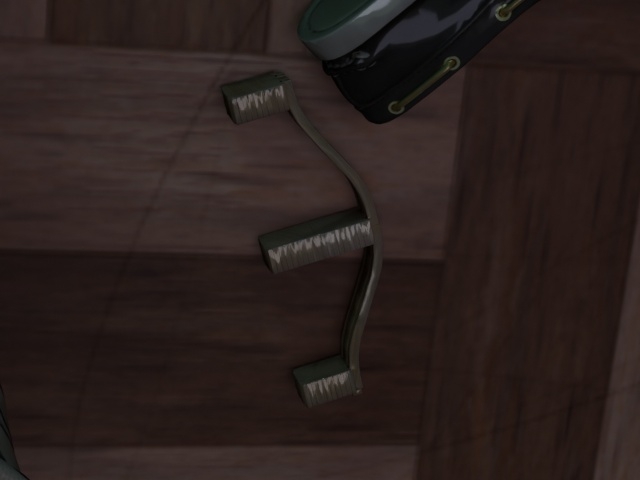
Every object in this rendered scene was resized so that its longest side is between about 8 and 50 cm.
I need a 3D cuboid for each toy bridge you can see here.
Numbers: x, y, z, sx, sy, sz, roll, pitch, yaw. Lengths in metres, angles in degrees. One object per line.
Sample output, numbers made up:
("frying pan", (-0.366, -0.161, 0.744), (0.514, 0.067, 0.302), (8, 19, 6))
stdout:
("toy bridge", (0.000, 0.000, 0.892), (0.063, 0.026, 0.188), (-17, 112, -9))

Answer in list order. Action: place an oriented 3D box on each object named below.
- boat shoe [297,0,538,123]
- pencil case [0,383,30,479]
("boat shoe", (0.098, -0.147, 0.841), (0.228, 0.081, 0.068), (-35, 116, 7))
("pencil case", (-0.197, 0.062, 0.659), (0.184, 0.410, 0.159), (11, 107, -24))
